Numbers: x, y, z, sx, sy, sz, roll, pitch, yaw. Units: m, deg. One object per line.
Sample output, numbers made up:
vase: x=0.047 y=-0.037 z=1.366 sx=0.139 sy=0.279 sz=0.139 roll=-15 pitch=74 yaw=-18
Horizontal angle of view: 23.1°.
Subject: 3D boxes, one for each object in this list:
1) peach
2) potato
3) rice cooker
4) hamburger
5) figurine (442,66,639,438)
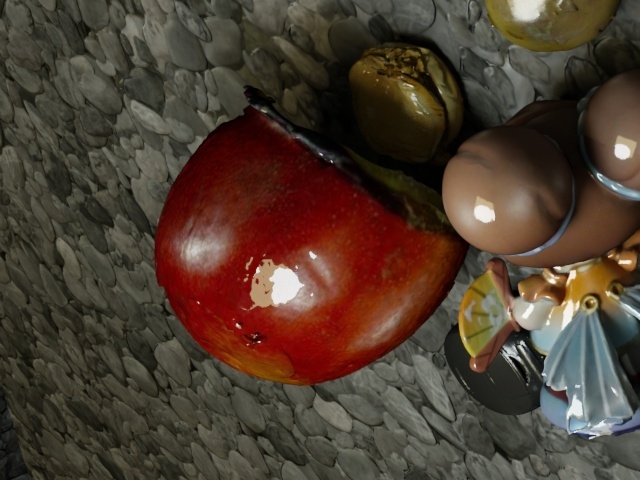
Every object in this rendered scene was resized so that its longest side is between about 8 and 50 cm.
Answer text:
peach: x=0.000 y=0.000 z=1.862 sx=0.339 sy=0.353 sz=0.416 roll=20 pitch=146 yaw=-26
potato: x=0.228 y=-0.255 z=1.516 sx=0.137 sy=0.137 sz=0.176 roll=41 pitch=151 yaw=19
rice cooker: x=0.239 y=0.137 z=1.918 sx=0.142 sy=0.118 sz=0.203 roll=58 pitch=150 yaw=-9
hamburger: x=0.102 y=-0.159 z=1.833 sx=0.138 sy=0.083 sz=0.147 roll=22 pitch=137 yaw=47
figurine: x=0.273 y=0.016 z=1.635 sx=0.248 sy=0.277 sz=0.388 roll=-134 pitch=22 yaw=-64
